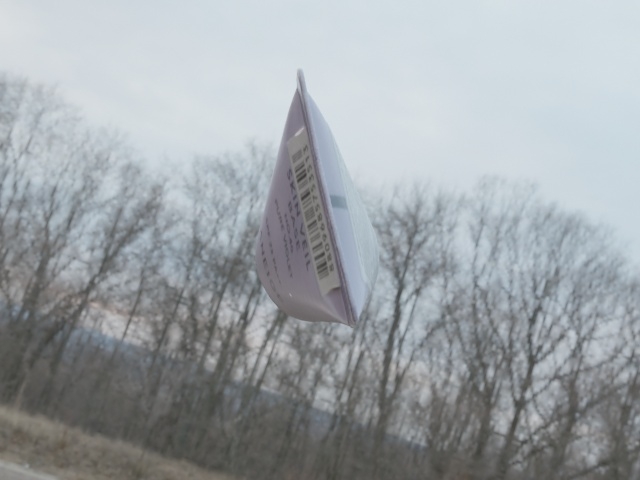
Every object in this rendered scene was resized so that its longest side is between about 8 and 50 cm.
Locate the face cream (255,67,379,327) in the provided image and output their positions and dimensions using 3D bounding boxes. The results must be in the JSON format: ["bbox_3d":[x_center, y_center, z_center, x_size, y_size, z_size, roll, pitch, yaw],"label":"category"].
[{"bbox_3d":[0.000,0.000,0.628,0.096,0.154,0.274,-9,-12,-4],"label":"face cream"}]
